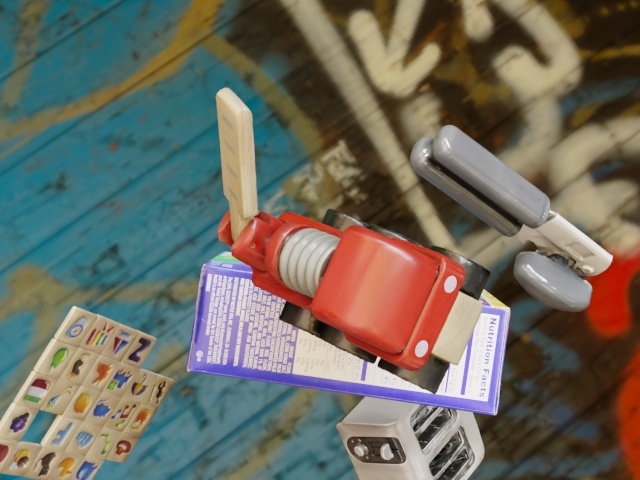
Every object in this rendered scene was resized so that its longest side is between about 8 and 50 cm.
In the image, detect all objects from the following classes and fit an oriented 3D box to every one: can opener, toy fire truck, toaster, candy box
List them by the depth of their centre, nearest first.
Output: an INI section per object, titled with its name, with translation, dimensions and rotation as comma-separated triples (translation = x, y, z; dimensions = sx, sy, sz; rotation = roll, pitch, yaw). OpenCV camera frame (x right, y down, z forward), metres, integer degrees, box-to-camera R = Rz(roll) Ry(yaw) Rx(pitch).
[toy fire truck]
translation = 0.000, 0.000, 0.964
dimensions = 0.246, 0.158, 0.217
rotation = 27, -4, -43
[candy box]
translation = 0.030, 0.092, 1.256
dimensions = 0.268, 0.317, 0.122
rotation = -105, -156, -87
[can opener]
translation = 0.217, -0.016, 1.290
dimensions = 0.283, 0.095, 0.076
rotation = 33, -33, -24
[toaster]
translation = 0.133, 0.277, 1.602
dimensions = 0.110, 0.186, 0.168
rotation = -2, -63, 43

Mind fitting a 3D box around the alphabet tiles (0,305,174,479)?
[alphabet tiles]
translation = -0.258, 0.185, 1.283
dimensions = 0.009, 0.198, 0.237
rotation = 31, -2, 30
